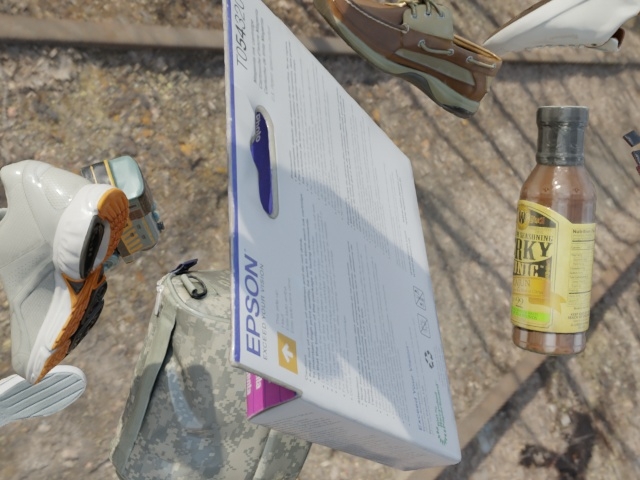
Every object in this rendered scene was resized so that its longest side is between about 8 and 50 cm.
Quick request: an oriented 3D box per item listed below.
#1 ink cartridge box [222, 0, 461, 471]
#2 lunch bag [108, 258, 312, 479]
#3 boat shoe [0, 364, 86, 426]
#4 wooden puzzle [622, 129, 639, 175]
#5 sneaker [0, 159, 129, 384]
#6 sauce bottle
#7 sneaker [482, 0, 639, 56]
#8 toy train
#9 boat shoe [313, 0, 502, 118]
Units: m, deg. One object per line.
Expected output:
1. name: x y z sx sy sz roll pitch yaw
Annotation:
1. ink cartridge box: 0.000 0.000 0.631 0.330 0.071 0.324 35 42 -49
2. lunch bag: -0.138 0.189 1.064 0.256 0.305 0.213 5 22 -47
3. boat shoe: -0.483 0.242 1.227 0.076 0.226 0.083 -118 -170 -63
4. wooden puzzle: 0.236 -0.042 0.509 0.049 0.006 0.083 -12 65 -12
5. sneaker: -0.280 0.028 0.768 0.121 0.262 0.099 29 31 3
6. sauce bottle: 0.330 -0.015 1.088 0.111 0.111 0.344 -6 99 -54
7. sneaker: 0.389 -0.325 1.191 0.106 0.290 0.123 -45 109 -43
8. toy train: -0.429 -0.047 1.585 0.334 0.190 0.142 91 -21 -66
9. boat shoe: 0.136 -0.296 1.119 0.324 0.120 0.122 22 28 -36
